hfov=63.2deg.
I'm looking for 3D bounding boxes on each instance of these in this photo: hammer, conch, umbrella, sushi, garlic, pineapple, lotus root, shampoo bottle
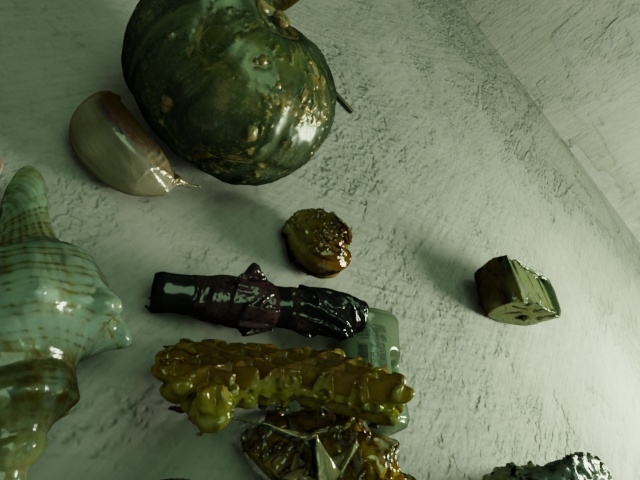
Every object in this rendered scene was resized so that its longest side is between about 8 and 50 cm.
[{"bbox_3d":[-0.024,-0.408,1.220,0.292,0.029,0.058,45,42,-13],"label":"hammer"},{"bbox_3d":[-0.284,0.069,0.529,0.203,0.169,0.386,48,34,-48],"label":"conch"},{"bbox_3d":[-0.081,0.095,0.743,0.326,0.094,0.090,10,42,-23],"label":"umbrella"},{"bbox_3d":[0.391,0.448,0.890,0.274,0.184,0.139,13,54,-37],"label":"sushi"},{"bbox_3d":[-0.265,-0.125,0.743,0.198,0.090,0.128,42,29,-7],"label":"garlic"},{"bbox_3d":[0.048,0.300,0.651,0.161,0.158,0.334,-41,82,-20],"label":"pineapple"},{"bbox_3d":[0.457,0.124,1.223,0.235,0.138,0.119,18,57,-35],"label":"lotus root"},{"bbox_3d":[0.081,0.230,0.820,0.118,0.087,0.234,18,52,-28],"label":"shampoo bottle"}]

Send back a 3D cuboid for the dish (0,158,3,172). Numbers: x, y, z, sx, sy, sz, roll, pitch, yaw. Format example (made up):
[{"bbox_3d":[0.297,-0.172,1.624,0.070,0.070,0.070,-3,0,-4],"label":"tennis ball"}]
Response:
[{"bbox_3d":[-0.475,-0.088,0.525,0.234,0.064,0.154,38,43,-20],"label":"dish"}]

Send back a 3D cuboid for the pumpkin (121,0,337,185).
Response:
[{"bbox_3d":[-0.136,-0.242,0.813,0.328,0.257,0.291,51,27,7],"label":"pumpkin"}]

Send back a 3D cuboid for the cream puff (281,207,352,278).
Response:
[{"bbox_3d":[0.000,0.000,0.897,0.119,0.104,0.133,-28,83,-43],"label":"cream puff"}]

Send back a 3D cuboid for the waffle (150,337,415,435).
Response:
[{"bbox_3d":[-0.056,0.171,0.628,0.293,0.260,0.069,9,87,-24],"label":"waffle"}]

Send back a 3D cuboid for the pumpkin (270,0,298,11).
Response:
[{"bbox_3d":[-0.161,-0.654,1.171,0.317,0.139,0.222,25,45,-32],"label":"pumpkin"}]

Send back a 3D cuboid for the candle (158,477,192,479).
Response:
[{"bbox_3d":[-0.139,0.302,0.521,0.168,0.192,0.068,10,41,17],"label":"candle"}]
